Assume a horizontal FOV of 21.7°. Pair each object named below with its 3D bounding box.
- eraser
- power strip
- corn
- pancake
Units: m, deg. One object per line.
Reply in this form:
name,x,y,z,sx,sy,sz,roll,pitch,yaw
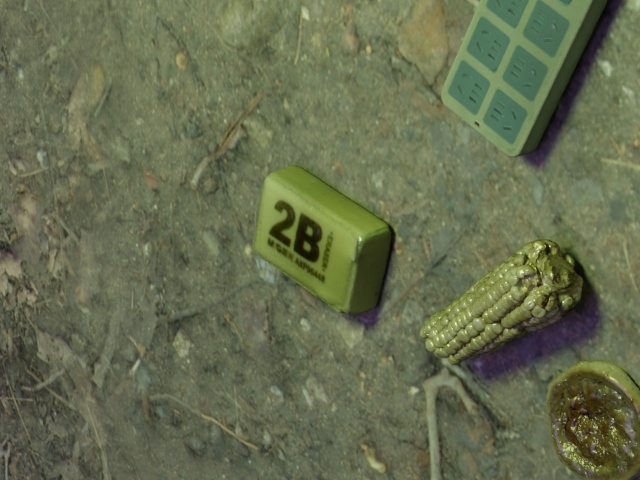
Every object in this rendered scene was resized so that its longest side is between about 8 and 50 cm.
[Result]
eraser,0.000,0.000,1.957,0.172,0.058,0.117,35,126,35
power strip,0.211,-0.212,1.671,0.118,0.046,0.270,45,130,29
corn,0.193,0.074,1.759,0.211,0.087,0.087,-43,71,49
pancake,0.288,0.189,1.731,0.139,0.022,0.140,16,113,43
